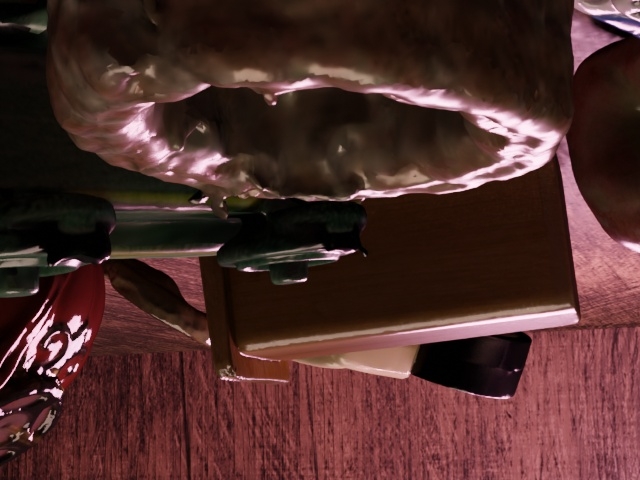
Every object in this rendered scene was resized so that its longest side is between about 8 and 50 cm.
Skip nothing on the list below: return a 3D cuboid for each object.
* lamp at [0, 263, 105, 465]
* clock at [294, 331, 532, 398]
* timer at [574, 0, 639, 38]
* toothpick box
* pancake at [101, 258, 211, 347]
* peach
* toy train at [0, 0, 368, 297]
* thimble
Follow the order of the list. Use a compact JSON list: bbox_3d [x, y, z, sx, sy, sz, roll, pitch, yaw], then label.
[{"bbox_3d":[-0.331,0.069,1.048,0.303,0.257,0.303,-32,155,-17],"label":"lamp"},{"bbox_3d":[0.050,0.092,1.389,0.379,0.120,0.276,16,-174,-26],"label":"clock"},{"bbox_3d":[0.227,-0.121,0.471,0.178,0.078,0.253,17,164,-24],"label":"timer"},{"bbox_3d":[0.065,0.016,1.082,0.308,0.190,0.187,-9,169,13],"label":"toothpick box"},{"bbox_3d":[-0.188,0.043,1.275,0.222,0.042,0.236,35,174,-38],"label":"pancake"},{"bbox_3d":[0.231,-0.065,0.733,0.152,0.152,0.152,-1,170,0],"label":"peach"},{"bbox_3d":[-0.137,-0.044,0.695,0.237,0.150,0.369,-5,177,40],"label":"toy train"},{"bbox_3d":[0.000,-0.096,0.474,0.196,0.148,0.229,-4,172,11],"label":"thimble"}]
